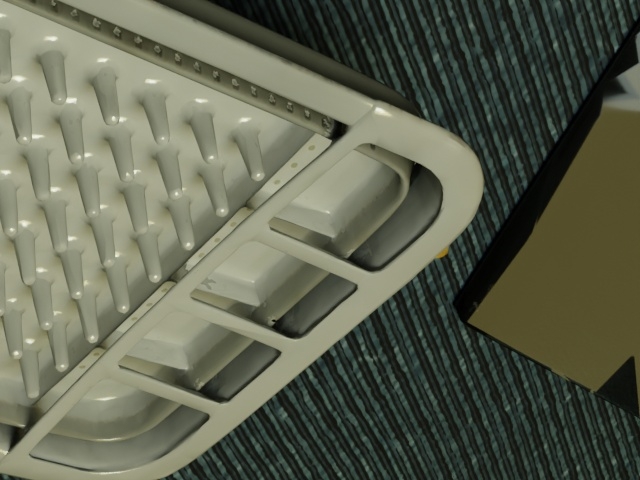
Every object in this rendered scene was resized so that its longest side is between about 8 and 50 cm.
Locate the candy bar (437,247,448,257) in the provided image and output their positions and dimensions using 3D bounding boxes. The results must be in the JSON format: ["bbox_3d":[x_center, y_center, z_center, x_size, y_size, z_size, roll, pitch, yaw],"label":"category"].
[{"bbox_3d":[0.000,0.000,0.865,0.161,0.018,0.040,-7,122,-25],"label":"candy bar"}]

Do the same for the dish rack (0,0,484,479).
[{"bbox_3d":[-0.130,-0.016,0.702,0.333,0.072,0.285,20,132,-38],"label":"dish rack"}]

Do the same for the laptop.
[{"bbox_3d":[0.241,-0.014,0.996,0.234,0.136,0.264,-58,155,18],"label":"laptop"}]
